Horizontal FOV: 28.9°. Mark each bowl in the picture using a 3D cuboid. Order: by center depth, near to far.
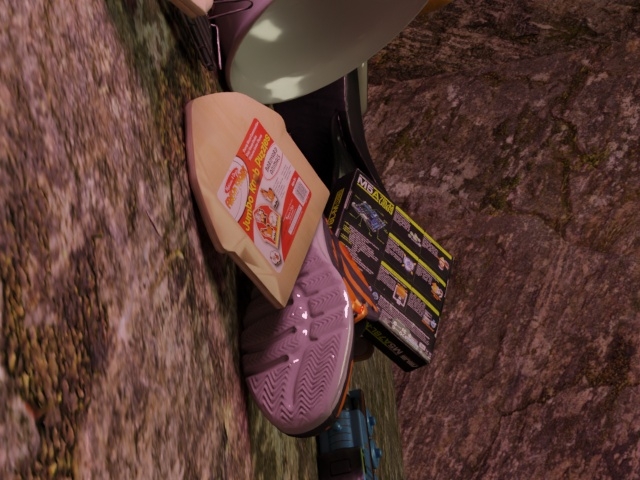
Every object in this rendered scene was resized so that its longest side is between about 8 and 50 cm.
[{"bbox_3d":[-0.011,-0.298,1.410,0.134,0.298,0.298,56,-1,16],"label":"bowl"}]

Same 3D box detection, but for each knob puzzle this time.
[{"bbox_3d":[-0.074,-0.056,1.181,0.213,0.030,0.213,29,53,-47],"label":"knob puzzle"}]

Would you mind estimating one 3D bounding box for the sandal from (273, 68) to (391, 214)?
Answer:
[{"bbox_3d":[-0.008,-0.096,1.669,0.107,0.167,0.446,11,61,-54],"label":"sandal"}]

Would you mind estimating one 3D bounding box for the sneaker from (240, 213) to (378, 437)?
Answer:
[{"bbox_3d":[0.005,0.085,1.298,0.180,0.124,0.321,52,26,-45],"label":"sneaker"}]

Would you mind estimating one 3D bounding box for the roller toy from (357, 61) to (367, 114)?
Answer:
[{"bbox_3d":[0.001,-0.284,1.908,0.209,0.146,0.191,86,5,-66],"label":"roller toy"}]

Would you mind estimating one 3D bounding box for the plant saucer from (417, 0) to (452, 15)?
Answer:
[{"bbox_3d":[0.042,-0.432,1.679,0.081,0.332,0.333,35,54,-43],"label":"plant saucer"}]

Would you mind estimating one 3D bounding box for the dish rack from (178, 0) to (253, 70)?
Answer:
[{"bbox_3d":[-0.114,-0.312,1.209,0.208,0.074,0.272,66,15,-65],"label":"dish rack"}]

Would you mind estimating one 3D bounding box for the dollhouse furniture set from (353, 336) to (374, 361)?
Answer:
[{"bbox_3d":[0.007,0.085,1.479,0.151,0.123,0.144,72,10,-55],"label":"dollhouse furniture set"}]

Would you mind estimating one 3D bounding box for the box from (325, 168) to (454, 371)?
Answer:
[{"bbox_3d":[0.076,0.036,1.527,0.190,0.045,0.184,41,41,-24],"label":"box"}]

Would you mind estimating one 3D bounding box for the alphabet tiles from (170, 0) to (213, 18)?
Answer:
[{"bbox_3d":[-0.138,-0.328,0.995,0.278,0.021,0.284,30,50,-62],"label":"alphabet tiles"}]

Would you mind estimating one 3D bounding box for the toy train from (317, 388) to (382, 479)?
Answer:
[{"bbox_3d":[0.037,0.284,1.688,0.105,0.080,0.184,61,19,-55],"label":"toy train"}]
